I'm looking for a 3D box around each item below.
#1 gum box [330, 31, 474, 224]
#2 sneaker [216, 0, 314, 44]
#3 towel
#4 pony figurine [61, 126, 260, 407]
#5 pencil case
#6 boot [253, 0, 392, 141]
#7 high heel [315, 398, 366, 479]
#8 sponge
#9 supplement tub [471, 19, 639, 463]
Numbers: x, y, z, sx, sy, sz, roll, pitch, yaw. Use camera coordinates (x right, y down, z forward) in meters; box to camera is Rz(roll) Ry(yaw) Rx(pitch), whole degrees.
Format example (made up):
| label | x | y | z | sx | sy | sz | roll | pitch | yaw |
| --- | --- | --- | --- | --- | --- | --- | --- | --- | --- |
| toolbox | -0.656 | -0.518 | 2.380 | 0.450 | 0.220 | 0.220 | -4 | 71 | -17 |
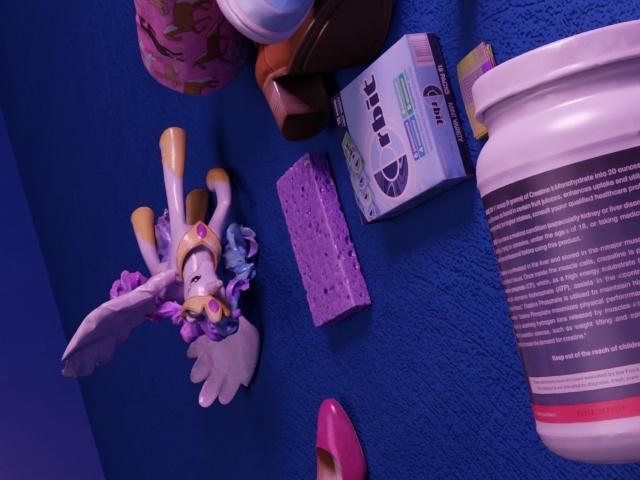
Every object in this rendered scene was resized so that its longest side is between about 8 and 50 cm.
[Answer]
| label | x | y | z | sx | sy | sz | roll | pitch | yaw |
| --- | --- | --- | --- | --- | --- | --- | --- | --- | --- |
| gum box | 0.083 | -0.115 | 1.087 | 0.184 | 0.041 | 0.157 | -29 | 73 | 63 |
| sneaker | -0.008 | -0.365 | 0.991 | 0.208 | 0.127 | 0.319 | -32 | 43 | 57 |
| towel | 0.157 | -0.143 | 0.968 | 0.060 | 0.009 | 0.083 | -36 | 66 | 61 |
| pony figurine | -0.221 | 0.064 | 1.543 | 0.351 | 0.302 | 0.363 | 121 | 148 | -41 |
| pencil case | -0.176 | -0.356 | 1.266 | 0.167 | 0.160 | 0.386 | 45 | 161 | 20 |
| boot | -0.018 | -0.281 | 1.185 | 0.283 | 0.109 | 0.220 | 114 | 142 | -59 |
| high heel | -0.003 | 0.338 | 1.324 | 0.082 | 0.117 | 0.244 | 9 | 107 | 62 |
| sponge | 0.000 | 0.000 | 1.300 | 0.117 | 0.031 | 0.210 | -39 | 64 | 60 |
| supplement tub | 0.218 | 0.002 | 0.698 | 0.191 | 0.191 | 0.272 | -22 | 80 | 63 |
